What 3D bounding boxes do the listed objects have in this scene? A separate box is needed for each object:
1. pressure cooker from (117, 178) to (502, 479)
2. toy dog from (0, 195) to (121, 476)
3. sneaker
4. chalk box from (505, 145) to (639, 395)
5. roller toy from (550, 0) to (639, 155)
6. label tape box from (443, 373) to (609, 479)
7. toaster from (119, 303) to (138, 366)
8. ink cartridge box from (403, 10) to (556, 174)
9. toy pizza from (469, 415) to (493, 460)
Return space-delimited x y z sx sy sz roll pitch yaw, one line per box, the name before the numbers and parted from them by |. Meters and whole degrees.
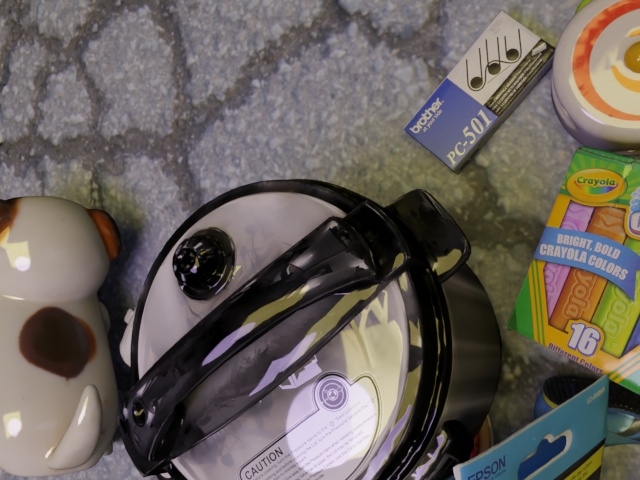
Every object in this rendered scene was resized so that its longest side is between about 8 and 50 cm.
pressure cooker | -0.009 0.126 0.721 0.376 0.420 0.369 8 83 28
toy dog | -0.442 0.132 0.939 0.395 0.285 0.407 -20 70 58
sneaker | 0.382 0.229 0.793 0.210 0.069 0.082 6 123 12
chalk box | 0.368 0.002 0.696 0.179 0.180 0.288 27 104 39
roller toy | 0.384 -0.203 0.754 0.209 0.146 0.191 30 99 18
label tape box | 0.173 0.314 0.640 0.115 0.249 0.347 16 113 48
toaster | -0.193 0.166 0.953 0.227 0.146 0.129 29 99 18
ink cartridge box | 0.222 -0.203 0.866 0.097 0.046 0.207 44 103 17
toy pizza | 0.139 0.275 0.873 0.201 0.032 0.201 -5 79 24
